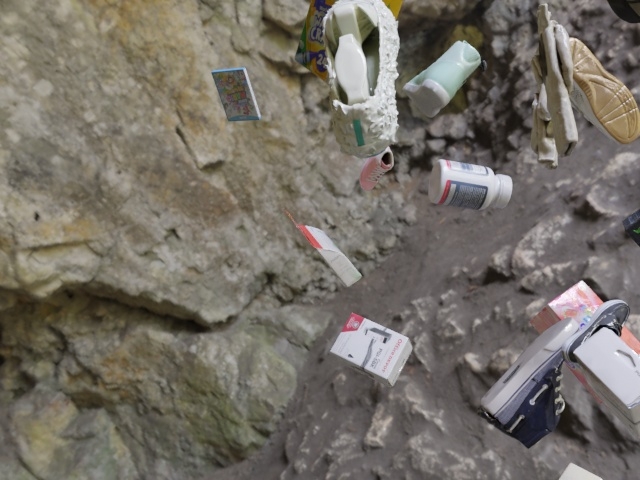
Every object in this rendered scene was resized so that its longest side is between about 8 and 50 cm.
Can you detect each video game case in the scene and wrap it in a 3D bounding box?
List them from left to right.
[{"bbox_3d":[-0.259,-0.446,1.858,0.119,0.166,0.015,2,39,26],"label":"video game case"}]

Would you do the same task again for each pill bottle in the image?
[{"bbox_3d":[0.363,-0.130,1.465,0.108,0.180,0.108,-171,90,-84],"label":"pill bottle"}]

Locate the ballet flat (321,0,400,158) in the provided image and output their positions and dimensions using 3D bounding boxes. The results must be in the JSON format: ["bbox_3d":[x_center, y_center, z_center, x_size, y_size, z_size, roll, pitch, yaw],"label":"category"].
[{"bbox_3d":[0.068,-0.331,1.062,0.147,0.147,0.409,-38,44,41],"label":"ballet flat"}]

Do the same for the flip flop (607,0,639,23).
[{"bbox_3d":[0.560,-0.540,1.121,0.080,0.277,0.112,-48,21,-26],"label":"flip flop"}]

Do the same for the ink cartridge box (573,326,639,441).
[{"bbox_3d":[0.628,0.300,1.249,0.092,0.218,0.159,-37,44,2],"label":"ink cartridge box"}]

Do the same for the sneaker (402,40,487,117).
[{"bbox_3d":[0.274,-0.359,1.331,0.151,0.094,0.256,-47,11,2],"label":"sneaker"}]

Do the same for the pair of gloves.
[{"bbox_3d":[0.330,-0.211,0.882,0.042,0.204,0.240,-4,-2,14],"label":"pair of gloves"}]

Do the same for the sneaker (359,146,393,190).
[{"bbox_3d":[0.143,-0.180,1.531,0.134,0.050,0.070,-68,26,22],"label":"sneaker"}]

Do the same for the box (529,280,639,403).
[{"bbox_3d":[0.776,0.291,1.734,0.154,0.300,0.142,-29,-23,-21],"label":"box"}]

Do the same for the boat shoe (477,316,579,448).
[{"bbox_3d":[0.564,0.363,1.522,0.340,0.158,0.127,-47,-6,5],"label":"boat shoe"}]

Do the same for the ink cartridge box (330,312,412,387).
[{"bbox_3d":[0.104,0.222,1.229,0.099,0.135,0.056,-58,-29,-20],"label":"ink cartridge box"}]

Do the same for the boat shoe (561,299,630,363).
[{"bbox_3d":[0.671,0.217,1.431,0.228,0.080,0.076,-29,8,-21],"label":"boat shoe"}]

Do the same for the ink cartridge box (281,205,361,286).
[{"bbox_3d":[0.000,0.000,1.561,0.056,0.225,0.181,-38,27,-1],"label":"ink cartridge box"}]

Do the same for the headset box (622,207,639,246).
[{"bbox_3d":[0.919,-0.022,1.464,0.283,0.246,0.131,-42,-8,25],"label":"headset box"}]

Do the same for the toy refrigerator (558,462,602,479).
[{"bbox_3d":[0.588,0.689,1.466,0.269,0.102,0.094,-40,36,-27],"label":"toy refrigerator"}]

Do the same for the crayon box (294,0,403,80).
[{"bbox_3d":[0.070,-0.512,1.345,0.083,0.203,0.323,-10,-48,-41],"label":"crayon box"}]

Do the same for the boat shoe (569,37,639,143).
[{"bbox_3d":[0.622,-0.333,1.385,0.098,0.277,0.096,-31,-8,-6],"label":"boat shoe"}]
